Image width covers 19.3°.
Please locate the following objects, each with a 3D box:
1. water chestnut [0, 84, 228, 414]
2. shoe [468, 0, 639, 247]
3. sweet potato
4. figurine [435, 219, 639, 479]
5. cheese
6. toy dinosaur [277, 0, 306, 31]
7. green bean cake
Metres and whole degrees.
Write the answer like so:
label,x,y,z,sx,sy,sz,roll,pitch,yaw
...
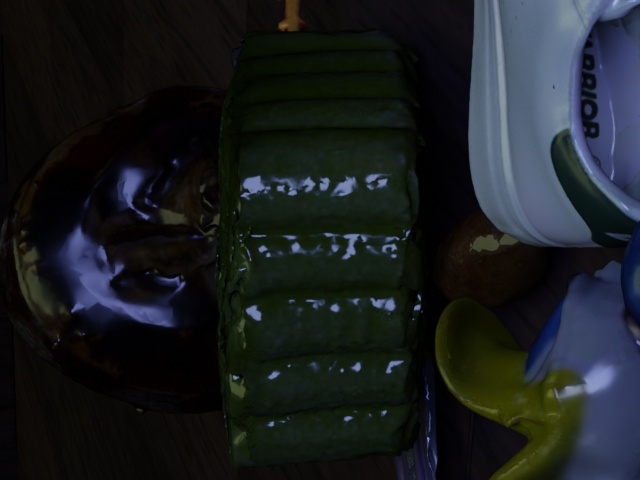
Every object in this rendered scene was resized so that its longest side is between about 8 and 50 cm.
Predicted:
label,x,y,z,sx,sy,sz,roll,pitch,yaw
water chestnut,-0.095,0.003,1.240,0.238,0.224,0.223,140,124,-75
shoe,0.108,-0.122,0.716,0.110,0.095,0.265,-157,59,-63
sweet potato,0.090,0.003,0.891,0.117,0.049,0.049,145,118,-68
figurine,0.114,0.141,0.712,0.283,0.205,0.338,-119,38,-72
cheese,0.061,0.166,1.043,0.105,0.042,0.191,117,148,-59
toy dinosaur,-0.024,-0.213,1.183,0.117,0.070,0.288,92,170,-64
green bean cake,0.000,0.000,1.013,0.214,0.113,0.200,-91,2,-59
